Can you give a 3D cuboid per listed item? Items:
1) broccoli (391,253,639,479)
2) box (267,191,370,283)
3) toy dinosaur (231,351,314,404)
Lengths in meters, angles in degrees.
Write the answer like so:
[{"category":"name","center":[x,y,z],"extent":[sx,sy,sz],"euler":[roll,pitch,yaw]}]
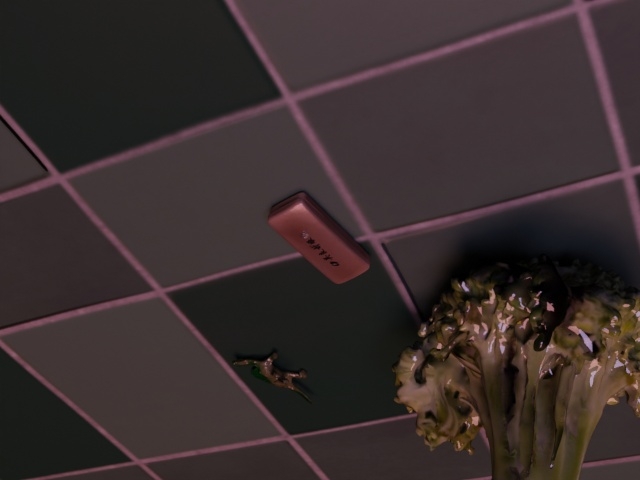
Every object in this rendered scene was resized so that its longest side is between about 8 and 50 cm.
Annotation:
[{"category":"broccoli","center":[0.188,0.138,0.782],"extent":[0.263,0.243,0.247],"euler":[0,149,15]},{"category":"box","center":[0.000,0.000,0.822],"extent":[0.048,0.025,0.115],"euler":[-24,129,30]},{"category":"toy dinosaur","center":[-0.052,0.168,1.009],"extent":[0.060,0.029,0.120],"euler":[-13,141,41]}]
